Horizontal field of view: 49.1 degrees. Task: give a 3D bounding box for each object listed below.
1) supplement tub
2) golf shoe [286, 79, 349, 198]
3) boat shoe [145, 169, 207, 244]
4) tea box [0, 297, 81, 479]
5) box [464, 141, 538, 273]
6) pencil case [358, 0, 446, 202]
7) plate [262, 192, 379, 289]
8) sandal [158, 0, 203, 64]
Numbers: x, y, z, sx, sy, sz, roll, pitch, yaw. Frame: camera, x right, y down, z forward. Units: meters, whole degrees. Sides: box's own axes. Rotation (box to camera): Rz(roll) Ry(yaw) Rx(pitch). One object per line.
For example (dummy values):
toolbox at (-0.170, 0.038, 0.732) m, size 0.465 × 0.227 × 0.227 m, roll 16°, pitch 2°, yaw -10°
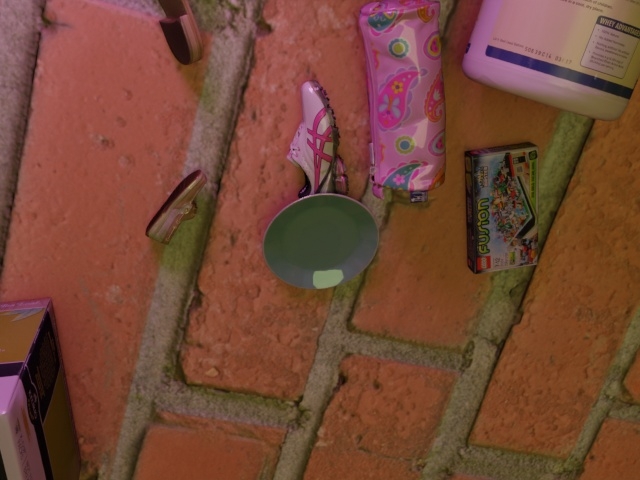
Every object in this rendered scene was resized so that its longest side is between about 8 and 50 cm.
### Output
supplement tub at (0.350, -0.347, 0.946) m, size 0.235 × 0.235 × 0.325 m, roll 12°, pitch 108°, yaw -14°
golf shoe at (-0.012, -0.145, 1.051) m, size 0.086 × 0.067 × 0.186 m, roll -12°, pitch 112°, yaw -3°
boat shoe at (-0.211, -0.049, 1.066) m, size 0.045 × 0.050 × 0.135 m, roll 36°, pitch 111°, yaw -23°
tea box at (-0.490, 0.303, 1.000) m, size 0.220 × 0.323 × 0.329 m, roll -5°, pitch 111°, yaw -9°
box at (0.299, -0.051, 1.157) m, size 0.114 × 0.036 × 0.207 m, roll -9°, pitch 112°, yaw -6°
pencil case at (0.120, -0.205, 1.023) m, size 0.124 × 0.124 × 0.284 m, roll -8°, pitch 114°, yaw -7°
plate at (0.000, 0.000, 1.114) m, size 0.188 × 0.024 × 0.188 m, roll -6°, pitch 127°, yaw -8°
sandal at (-0.189, -0.366, 0.947) m, size 0.079 × 0.088 × 0.240 m, roll -33°, pitch 124°, yaw -31°
